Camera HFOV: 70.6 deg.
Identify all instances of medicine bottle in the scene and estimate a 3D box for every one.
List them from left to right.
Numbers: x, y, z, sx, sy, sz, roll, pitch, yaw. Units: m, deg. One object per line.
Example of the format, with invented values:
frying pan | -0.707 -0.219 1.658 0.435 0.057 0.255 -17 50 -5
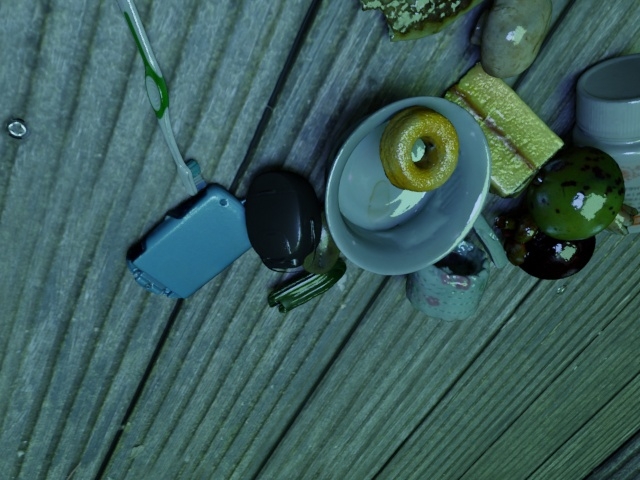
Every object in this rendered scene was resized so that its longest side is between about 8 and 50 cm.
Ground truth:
medicine bottle | 0.698 -0.209 1.037 0.211 0.211 0.372 -28 129 0

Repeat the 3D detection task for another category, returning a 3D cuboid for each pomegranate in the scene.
pomegranate | 0.568 -0.089 0.973 0.247 0.202 0.202 22 114 -10

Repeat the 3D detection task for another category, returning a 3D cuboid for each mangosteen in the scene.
mangosteen | 0.546 -0.014 1.130 0.249 0.211 0.211 20 116 -7

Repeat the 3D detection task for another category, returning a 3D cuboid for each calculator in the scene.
calculator | -0.254 0.007 0.927 0.293 0.051 0.173 -38 127 6

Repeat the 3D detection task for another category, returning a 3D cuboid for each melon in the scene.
melon | 0.000 0.000 0.991 0.099 0.099 0.162 0 122 -21

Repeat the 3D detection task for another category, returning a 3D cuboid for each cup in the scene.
cup | 0.146 -0.119 0.906 0.347 0.163 0.348 -8 116 -18

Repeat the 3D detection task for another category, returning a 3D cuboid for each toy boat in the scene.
toy boat | -0.029 0.110 1.084 0.210 0.052 0.104 -30 144 0

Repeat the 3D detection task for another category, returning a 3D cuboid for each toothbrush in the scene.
toothbrush | -0.274 -0.255 0.744 0.040 0.042 0.418 -48 139 -37

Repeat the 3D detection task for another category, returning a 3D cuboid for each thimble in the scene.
thimble | 0.321 0.088 1.128 0.211 0.185 0.149 -32 140 -42

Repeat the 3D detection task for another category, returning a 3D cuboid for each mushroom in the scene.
mushroom | 0.347 -0.387 0.831 0.127 0.166 0.166 21 123 17

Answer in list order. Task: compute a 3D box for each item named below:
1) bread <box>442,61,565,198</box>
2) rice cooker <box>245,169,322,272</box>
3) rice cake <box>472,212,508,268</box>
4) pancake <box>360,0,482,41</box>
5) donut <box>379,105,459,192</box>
bread | 0.372 -0.241 1.002 0.264 0.163 0.167 45 102 -5
rice cooker | -0.070 -0.038 0.892 0.142 0.118 0.203 -1 101 27
rice cake | 0.387 -0.034 1.097 0.043 0.127 0.237 -33 131 17
pancake | 0.222 -0.536 0.739 0.304 0.067 0.427 12 119 -19
donut | 0.175 -0.151 0.776 0.151 0.058 0.152 -7 114 -17
